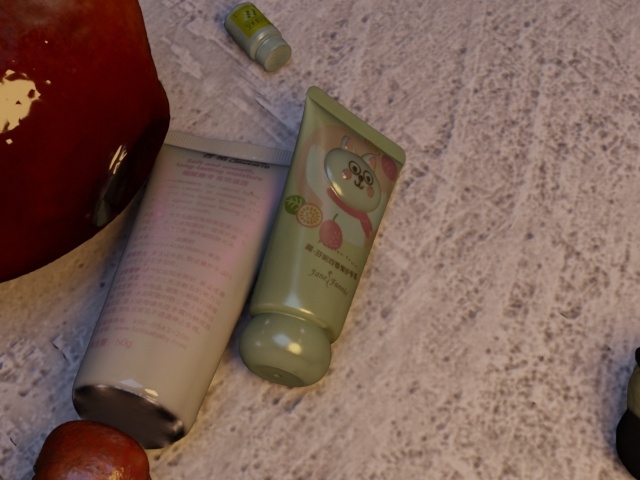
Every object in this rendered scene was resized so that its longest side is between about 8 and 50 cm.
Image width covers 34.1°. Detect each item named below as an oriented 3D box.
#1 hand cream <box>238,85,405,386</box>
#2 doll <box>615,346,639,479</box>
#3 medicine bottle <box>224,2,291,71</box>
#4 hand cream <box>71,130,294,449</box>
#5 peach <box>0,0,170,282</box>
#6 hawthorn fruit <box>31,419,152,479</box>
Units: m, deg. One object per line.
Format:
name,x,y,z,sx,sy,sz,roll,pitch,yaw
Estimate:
hand cream,0.000,0.000,1.076,0.147,0.093,0.306,31,61,-28
doll,0.382,0.166,0.930,0.234,0.135,0.144,21,68,12
medicine bottle,-0.074,-0.242,1.240,0.047,0.047,0.083,-35,63,-13
hand cream,-0.139,0.034,1.077,0.185,0.118,0.359,10,56,13
peach,-0.321,-0.134,1.050,0.310,0.335,0.406,36,63,2
hawthorn fruit,-0.211,0.228,0.965,0.128,0.128,0.128,-2,62,5
